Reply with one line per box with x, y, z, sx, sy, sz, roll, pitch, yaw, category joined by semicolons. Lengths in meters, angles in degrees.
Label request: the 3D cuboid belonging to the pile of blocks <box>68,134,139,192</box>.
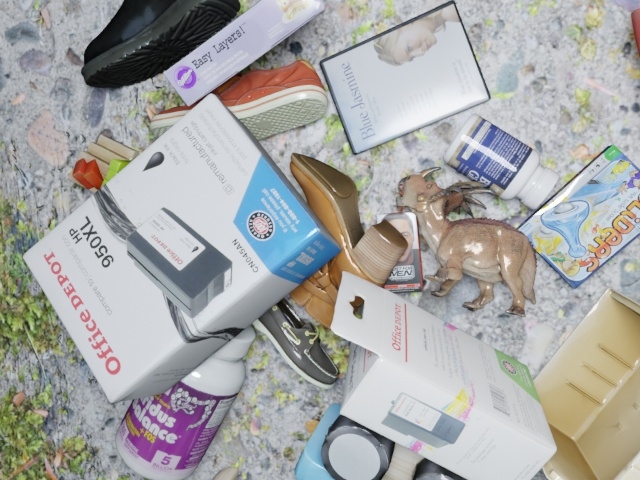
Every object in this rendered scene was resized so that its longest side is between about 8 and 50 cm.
-0.344;-0.052;1.036;0.149;0.112;0.362;-40;86;13;pile of blocks

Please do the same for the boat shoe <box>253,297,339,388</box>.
-0.045;0.172;1.002;0.228;0.081;0.069;43;106;9;boat shoe

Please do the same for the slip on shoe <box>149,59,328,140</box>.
-0.150;-0.241;0.985;0.331;0.123;0.101;-12;70;13;slip on shoe

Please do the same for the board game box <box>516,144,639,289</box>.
0.444;-0.037;0.898;0.136;0.035;0.201;46;102;6;board game box

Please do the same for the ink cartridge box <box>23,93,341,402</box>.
-0.214;0.019;0.866;0.395;0.166;0.285;-40;74;4;ink cartridge box

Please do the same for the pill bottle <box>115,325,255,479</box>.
-0.242;0.273;1.011;0.169;0.169;0.301;30;100;9;pill bottle

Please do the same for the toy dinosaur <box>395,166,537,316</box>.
0.261;0.004;0.885;0.295;0.127;0.200;22;78;-9;toy dinosaur

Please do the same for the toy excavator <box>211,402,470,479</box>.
0.017;0.446;0.961;0.433;0.222;0.445;26;108;11;toy excavator

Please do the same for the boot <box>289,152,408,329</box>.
0.000;0.000;0.980;0.283;0.109;0.220;45;119;15;boot

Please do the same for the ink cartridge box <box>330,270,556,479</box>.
0.154;0.208;0.835;0.353;0.207;0.119;29;113;-3;ink cartridge box

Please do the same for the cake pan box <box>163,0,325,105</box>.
-0.118;-0.334;0.894;0.267;0.246;0.070;-31;111;14;cake pan box

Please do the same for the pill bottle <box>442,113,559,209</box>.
0.294;-0.125;0.894;0.169;0.094;0.094;35;101;8;pill bottle

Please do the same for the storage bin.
0.437;0.232;0.809;0.123;0.260;0.262;35;101;4;storage bin

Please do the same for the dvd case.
0.142;-0.279;0.953;0.253;0.022;0.180;-21;90;14;dvd case

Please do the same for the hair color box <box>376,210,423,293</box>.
0.141;0.021;0.967;0.072;0.043;0.141;-6;92;14;hair color box

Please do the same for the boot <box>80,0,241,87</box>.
-0.323;-0.457;0.989;0.348;0.131;0.260;-26;86;17;boot

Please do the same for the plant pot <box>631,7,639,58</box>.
0.587;-0.222;0.748;0.275;0.275;0.243;-7;102;13;plant pot
